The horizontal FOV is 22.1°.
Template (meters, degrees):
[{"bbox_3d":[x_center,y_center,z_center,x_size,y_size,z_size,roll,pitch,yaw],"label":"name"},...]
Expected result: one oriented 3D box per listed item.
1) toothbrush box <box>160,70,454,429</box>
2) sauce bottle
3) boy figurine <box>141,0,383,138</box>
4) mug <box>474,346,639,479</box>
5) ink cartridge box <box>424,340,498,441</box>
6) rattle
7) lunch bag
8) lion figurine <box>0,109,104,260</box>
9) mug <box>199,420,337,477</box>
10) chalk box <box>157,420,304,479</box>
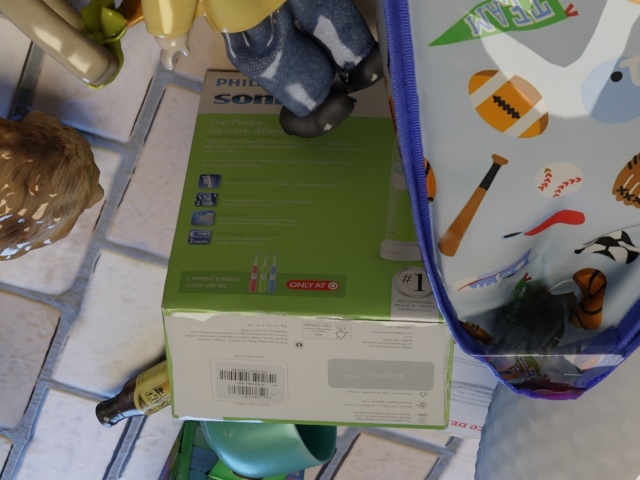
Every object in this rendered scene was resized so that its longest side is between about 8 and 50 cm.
[{"bbox_3d":[0.000,0.000,1.255,0.206,0.283,0.122,2,133,2],"label":"toothbrush box"},{"bbox_3d":[-0.159,0.143,1.559,0.128,0.042,0.042,-30,123,28],"label":"sauce bottle"},{"bbox_3d":[-0.069,-0.201,1.178,0.285,0.177,0.092,48,161,-23],"label":"boy figurine"},{"bbox_3d":[0.302,0.143,1.356,0.276,0.374,0.328,39,114,25],"label":"mug"},{"bbox_3d":[0.152,0.110,1.490,0.109,0.063,0.150,13,131,-8],"label":"ink cartridge box"},{"bbox_3d":[-0.204,-0.218,1.221,0.200,0.130,0.143,45,113,1],"label":"rattle"},{"bbox_3d":[0.158,-0.133,1.099,0.239,0.327,0.385,0,130,6],"label":"lunch bag"},{"bbox_3d":[-0.376,-0.104,1.291,0.240,0.142,0.392,-35,117,21],"label":"lion figurine"},{"bbox_3d":[-0.055,0.139,1.503,0.097,0.157,0.129,-16,153,18],"label":"mug"},{"bbox_3d":[-0.096,0.272,1.612,0.132,0.132,0.213,18,130,-10],"label":"chalk box"}]
